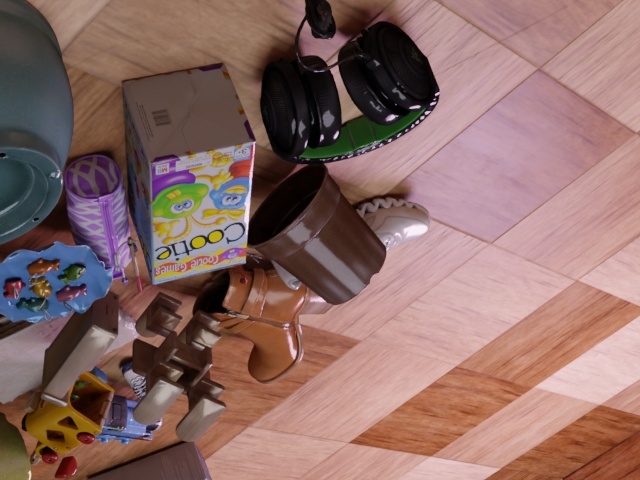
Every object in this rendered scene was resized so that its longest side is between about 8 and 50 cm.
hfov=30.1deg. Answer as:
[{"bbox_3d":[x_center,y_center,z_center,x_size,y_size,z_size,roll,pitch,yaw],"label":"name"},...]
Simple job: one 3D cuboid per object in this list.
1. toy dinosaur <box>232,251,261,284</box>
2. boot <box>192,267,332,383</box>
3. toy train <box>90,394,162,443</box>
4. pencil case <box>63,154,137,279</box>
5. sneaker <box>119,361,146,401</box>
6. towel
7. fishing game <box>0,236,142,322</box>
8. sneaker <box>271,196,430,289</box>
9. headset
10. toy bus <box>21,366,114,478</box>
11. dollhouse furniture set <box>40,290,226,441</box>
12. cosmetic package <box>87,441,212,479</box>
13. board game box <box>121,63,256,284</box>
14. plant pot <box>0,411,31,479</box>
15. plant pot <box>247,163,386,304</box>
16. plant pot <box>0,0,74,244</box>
[{"bbox_3d":[-0.143,0.031,1.873,0.090,0.082,0.047,7,138,-37],"label":"toy dinosaur"},{"bbox_3d":[-0.119,0.145,2.035,0.220,0.109,0.283,5,141,-34],"label":"boot"},{"bbox_3d":[-0.368,0.323,2.151,0.105,0.080,0.184,-15,157,37],"label":"toy train"},{"bbox_3d":[-0.310,-0.030,1.675,0.086,0.088,0.206,-17,147,-12],"label":"pencil case"},{"bbox_3d":[-0.315,0.258,2.129,0.052,0.058,0.135,-25,147,3],"label":"sneaker"},{"bbox_3d":[-0.446,0.164,1.921,0.282,0.049,0.187,-25,149,3],"label":"towel"},{"bbox_3d":[-0.380,0.067,1.669,0.264,0.041,0.189,-12,146,-11],"label":"fishing game"},{"bbox_3d":[0.051,0.010,1.932,0.292,0.118,0.110,-12,145,-19],"label":"sneaker"},{"bbox_3d":[0.023,-0.226,1.584,0.243,0.185,0.394,-20,163,4],"label":"headset"},{"bbox_3d":[-0.443,0.293,1.991,0.104,0.191,0.202,41,81,-27],"label":"toy bus"},{"bbox_3d":[-0.286,0.200,1.846,0.242,0.212,0.161,28,117,-25],"label":"dollhouse furniture set"},{"bbox_3d":[-0.347,0.511,2.447,0.238,0.107,0.127,-23,151,-4],"label":"cosmetic package"},{"bbox_3d":[-0.180,-0.085,1.620,0.142,0.144,0.275,-13,147,-16],"label":"board game box"},{"bbox_3d":[-0.636,0.402,1.989,0.254,0.276,0.276,-9,147,-40],"label":"plant pot"},{"bbox_3d":[0.000,0.000,1.777,0.167,0.167,0.165,-36,113,21],"label":"plant pot"},{"bbox_3d":[-0.408,-0.113,1.357,0.293,0.196,0.293,-22,151,-13],"label":"plant pot"}]
